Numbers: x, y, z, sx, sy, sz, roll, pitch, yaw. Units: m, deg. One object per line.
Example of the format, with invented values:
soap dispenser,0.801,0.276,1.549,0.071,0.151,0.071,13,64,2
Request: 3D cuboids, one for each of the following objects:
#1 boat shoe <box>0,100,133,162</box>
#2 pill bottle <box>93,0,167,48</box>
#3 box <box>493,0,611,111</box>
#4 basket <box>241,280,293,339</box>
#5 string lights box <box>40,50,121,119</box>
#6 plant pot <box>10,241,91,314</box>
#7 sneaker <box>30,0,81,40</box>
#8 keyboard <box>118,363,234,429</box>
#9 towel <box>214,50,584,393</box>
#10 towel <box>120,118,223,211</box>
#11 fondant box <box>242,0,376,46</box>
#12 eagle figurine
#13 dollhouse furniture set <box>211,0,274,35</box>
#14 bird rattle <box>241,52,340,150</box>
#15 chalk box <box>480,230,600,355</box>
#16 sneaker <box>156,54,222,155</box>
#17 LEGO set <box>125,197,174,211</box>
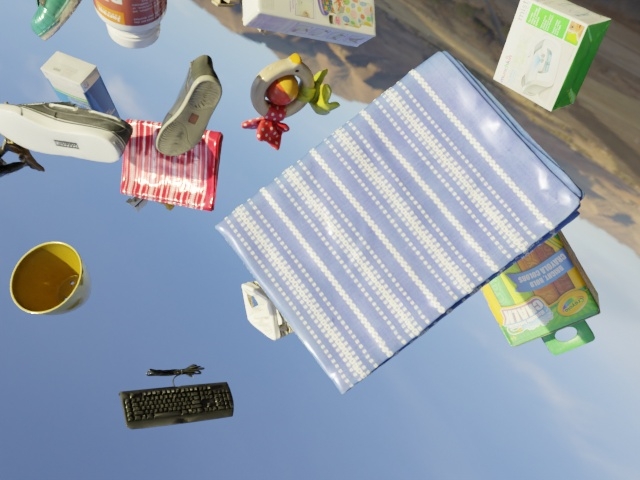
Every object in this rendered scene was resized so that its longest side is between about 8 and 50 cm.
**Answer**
boat shoe,-0.561,-0.254,1.226,0.301,0.108,0.102,11,-126,5
pill bottle,-0.311,-0.420,0.911,0.121,0.216,0.121,5,-115,-11
box,0.672,-0.559,1.660,0.126,0.262,0.231,-23,-129,-31
basket,-0.115,0.164,1.429,0.103,0.113,0.167,-17,-162,-27
string lights box,-0.670,-0.399,1.610,0.133,0.077,0.260,23,155,11
plant pot,-0.477,0.082,1.034,0.134,0.134,0.095,40,167,22
sneaker,-0.523,-0.557,1.138,0.121,0.302,0.108,30,175,-36
keyboard,-0.406,0.429,1.597,0.317,0.033,0.201,5,-144,-35
towel,0.082,-0.027,0.618,0.243,0.336,0.040,52,180,10
towel,-0.375,-0.189,1.405,0.274,0.199,0.031,11,-171,15
fondant box,-0.026,-0.628,1.382,0.330,0.238,0.096,-1,178,-29
eagle figurine,-0.871,-0.175,1.443,0.225,0.298,0.226,58,-169,-59
dollhouse furniture set,-0.193,-0.629,1.578,0.161,0.101,0.182,-13,-139,-33
bird rattle,-0.094,-0.355,1.385,0.207,0.253,0.143,54,-165,-57
chalk box,0.434,0.091,1.126,0.289,0.180,0.179,62,-155,7
sneaker,-0.284,-0.290,1.228,0.083,0.222,0.118,24,-145,-34
LEGO set,-0.486,-0.155,1.772,0.087,0.227,0.093,28,154,25
